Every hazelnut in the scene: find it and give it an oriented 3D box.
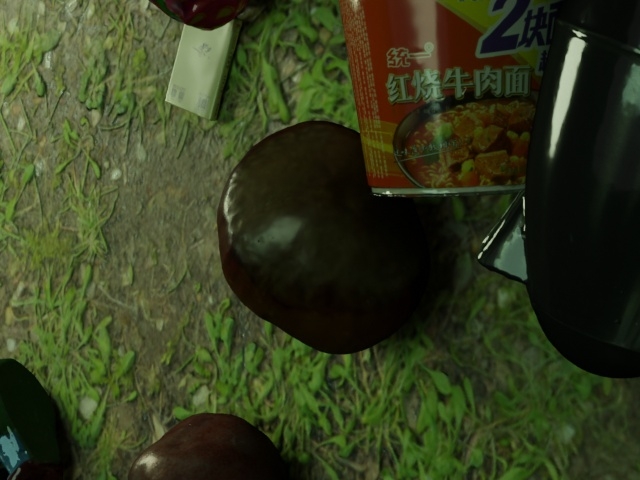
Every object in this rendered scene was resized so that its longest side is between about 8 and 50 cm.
[{"bbox_3d":[-0.009,0.004,1.147,0.210,0.186,0.210,3,95,30],"label":"hazelnut"}]

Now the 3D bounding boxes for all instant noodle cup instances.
[{"bbox_3d":[0.115,-0.124,1.040,0.213,0.213,0.174,2,98,43],"label":"instant noodle cup"}]

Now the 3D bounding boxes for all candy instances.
[{"bbox_3d":[-0.019,-0.296,1.237,0.365,0.124,0.124,-14,78,33],"label":"candy"}]

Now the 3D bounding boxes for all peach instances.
[{"bbox_3d":[-0.101,0.243,1.252,0.152,0.152,0.152,-3,85,43],"label":"peach"}]

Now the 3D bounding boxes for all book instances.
[{"bbox_3d":[-0.124,-0.189,1.378,0.077,0.014,0.111,26,105,39],"label":"book"}]

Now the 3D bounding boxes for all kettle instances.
[{"bbox_3d":[0.251,-0.028,0.921,0.207,0.251,0.271,-134,58,-62],"label":"kettle"}]

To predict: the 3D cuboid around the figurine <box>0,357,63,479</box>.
[{"bbox_3d":[-0.409,0.263,1.552,0.234,0.127,0.185,-38,71,23],"label":"figurine"}]
